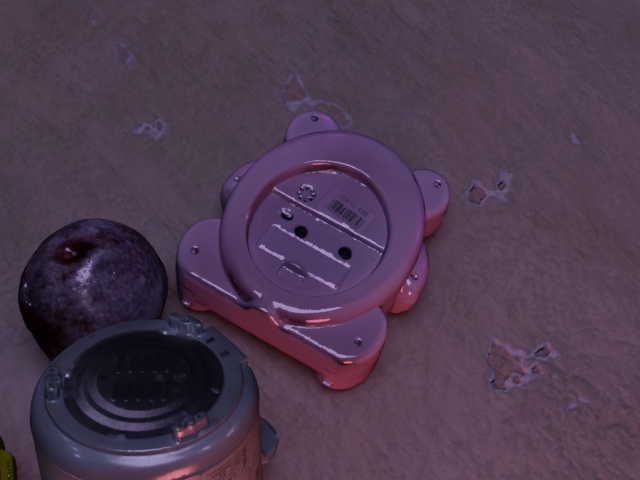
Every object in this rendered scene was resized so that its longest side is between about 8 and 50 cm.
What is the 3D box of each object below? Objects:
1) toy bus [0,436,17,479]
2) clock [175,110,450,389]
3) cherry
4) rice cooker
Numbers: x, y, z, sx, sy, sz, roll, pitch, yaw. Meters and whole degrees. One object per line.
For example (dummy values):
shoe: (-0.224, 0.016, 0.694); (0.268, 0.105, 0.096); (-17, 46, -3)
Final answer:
toy bus: (-0.414, 0.337, 1.410); (0.150, 0.128, 0.262); (-5, 64, -9)
clock: (0.000, 0.000, 1.636); (0.296, 0.113, 0.322); (29, 62, 10)
cherry: (-0.275, 0.061, 1.536); (0.195, 0.195, 0.195); (2, 62, -4)
rice cooker: (-0.184, 0.252, 1.389); (0.317, 0.316, 0.264); (-37, 48, -22)
